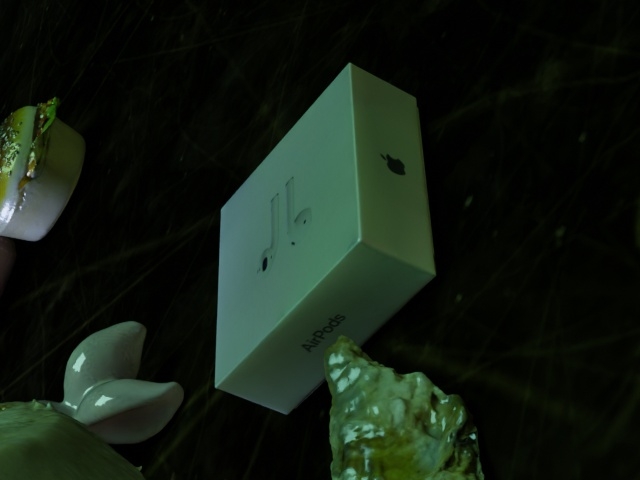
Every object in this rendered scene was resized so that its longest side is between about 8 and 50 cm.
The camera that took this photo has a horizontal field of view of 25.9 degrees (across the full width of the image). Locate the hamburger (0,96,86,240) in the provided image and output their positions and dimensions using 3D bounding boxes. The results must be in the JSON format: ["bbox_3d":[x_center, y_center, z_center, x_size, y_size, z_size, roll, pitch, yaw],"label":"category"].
[{"bbox_3d":[-0.276,-0.069,1.307,0.141,0.081,0.126,-46,30,33],"label":"hamburger"}]

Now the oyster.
[{"bbox_3d":[0.038,0.112,0.570,0.121,0.045,0.146,-5,63,47],"label":"oyster"}]

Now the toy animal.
[{"bbox_3d":[-0.184,0.144,0.889,0.212,0.124,0.124,-64,24,14],"label":"toy animal"}]

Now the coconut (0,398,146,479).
[{"bbox_3d":[-0.178,0.213,0.672,0.245,0.245,0.247,7,109,65],"label":"coconut"}]

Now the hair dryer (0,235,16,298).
[{"bbox_3d":[-0.426,0.085,1.452,0.352,0.125,0.210,-9,59,70],"label":"hair dryer"}]

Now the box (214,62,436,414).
[{"bbox_3d":[0.000,0.000,0.722,0.130,0.051,0.129,-47,30,36],"label":"box"}]
